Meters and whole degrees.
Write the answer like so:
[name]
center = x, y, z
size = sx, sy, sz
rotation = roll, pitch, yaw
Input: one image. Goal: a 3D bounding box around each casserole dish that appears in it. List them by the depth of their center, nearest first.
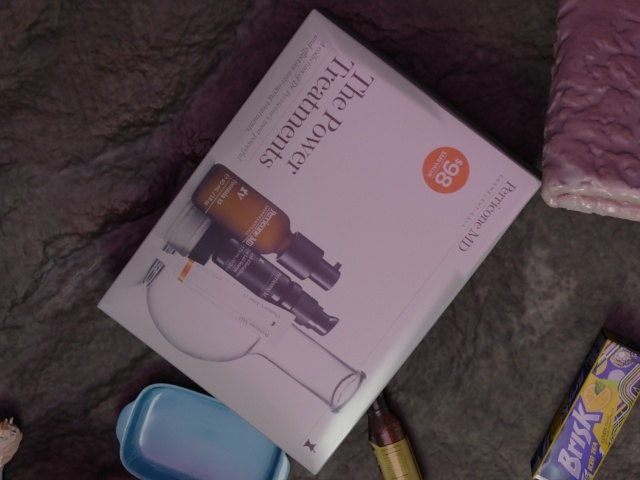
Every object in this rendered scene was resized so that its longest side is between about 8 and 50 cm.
[casserole dish]
center = -0.123, 0.216, 1.812
size = 0.188, 0.037, 0.114
rotation = 20, 102, 1

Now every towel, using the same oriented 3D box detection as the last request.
[towel]
center = 0.370, -0.142, 1.584
size = 0.317, 0.332, 0.053
rotation = 10, 141, 2

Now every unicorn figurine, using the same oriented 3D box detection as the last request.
[unicorn figurine]
center = -0.366, 0.248, 1.830
size = 0.111, 0.060, 0.162
rotation = -7, 117, 5

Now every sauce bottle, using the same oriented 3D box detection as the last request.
[sauce bottle]
center = 0.074, 0.213, 1.795
size = 0.042, 0.042, 0.128
rotation = -19, 90, 7

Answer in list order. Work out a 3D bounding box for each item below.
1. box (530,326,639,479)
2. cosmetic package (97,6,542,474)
[box]
center = 0.280, 0.180, 1.766
size = 0.059, 0.054, 0.169
rotation = 26, 102, -1
[cosmetic package]
center = 0.000, 0.000, 1.720
size = 0.284, 0.097, 0.377
rotation = 37, 101, 0
